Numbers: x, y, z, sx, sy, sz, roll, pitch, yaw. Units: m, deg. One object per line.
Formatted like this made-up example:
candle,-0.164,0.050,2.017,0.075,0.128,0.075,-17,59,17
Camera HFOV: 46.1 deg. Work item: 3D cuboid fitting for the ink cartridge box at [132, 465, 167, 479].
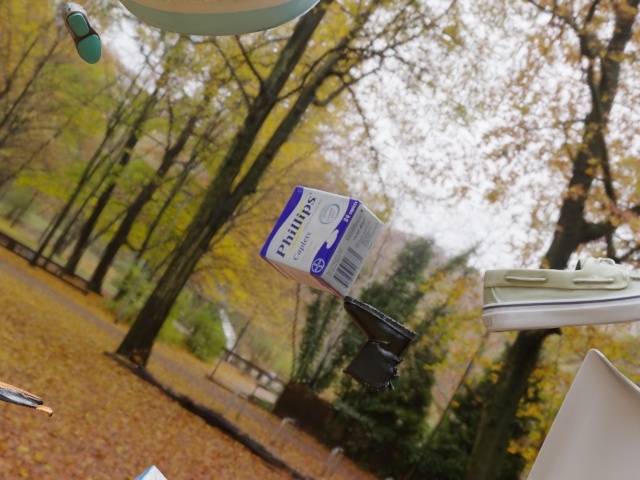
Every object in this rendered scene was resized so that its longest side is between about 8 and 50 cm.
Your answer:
ink cartridge box,-0.269,0.420,0.997,0.134,0.231,0.078,50,20,-3

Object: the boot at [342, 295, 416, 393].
boot,0.064,0.145,1.035,0.121,0.099,0.045,31,-4,-3

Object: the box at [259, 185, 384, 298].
box,0.000,0.000,1.094,0.137,0.126,0.072,16,-18,44

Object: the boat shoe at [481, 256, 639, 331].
boat shoe,0.374,0.070,1.038,0.303,0.094,0.109,-6,-7,7

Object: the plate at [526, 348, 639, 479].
plate,0.371,0.312,1.016,0.045,0.278,0.277,21,9,-3

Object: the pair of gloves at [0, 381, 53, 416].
pair of gloves,-0.299,0.150,0.729,0.074,0.010,0.083,30,-14,-26

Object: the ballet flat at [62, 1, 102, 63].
ballet flat,-0.354,-0.311,1.118,0.041,0.041,0.114,28,-21,12

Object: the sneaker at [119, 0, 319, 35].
sneaker,-0.038,-0.263,0.319,0.127,0.319,0.208,-3,-37,-2
